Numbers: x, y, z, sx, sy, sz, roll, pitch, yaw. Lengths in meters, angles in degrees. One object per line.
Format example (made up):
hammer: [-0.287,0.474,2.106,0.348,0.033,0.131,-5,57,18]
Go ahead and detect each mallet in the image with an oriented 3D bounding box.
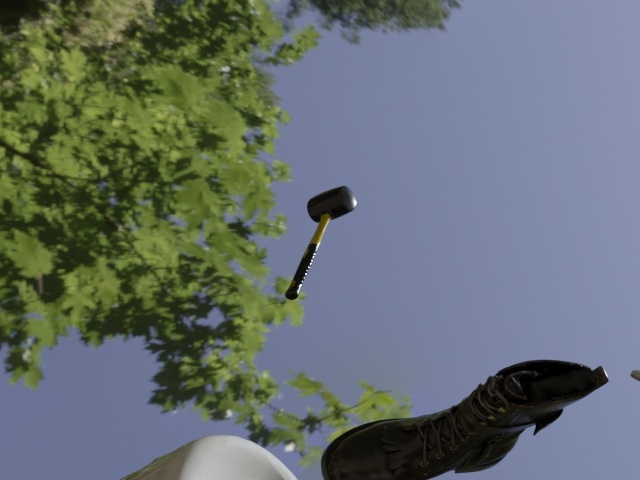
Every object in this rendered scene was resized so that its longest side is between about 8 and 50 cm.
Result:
mallet: [0.000,0.000,1.248,0.062,0.189,0.039,-25,-60,31]

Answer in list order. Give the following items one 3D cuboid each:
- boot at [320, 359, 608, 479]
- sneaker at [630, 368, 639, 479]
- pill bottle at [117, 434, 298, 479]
boot: [0.146,0.191,1.052,0.263,0.229,0.091,-9,-115,-23]
sneaker: [0.346,0.172,0.864,0.210,0.366,0.137,-13,-105,46]
pill bottle: [-0.113,0.202,0.516,0.229,0.131,0.131,-31,-99,26]
